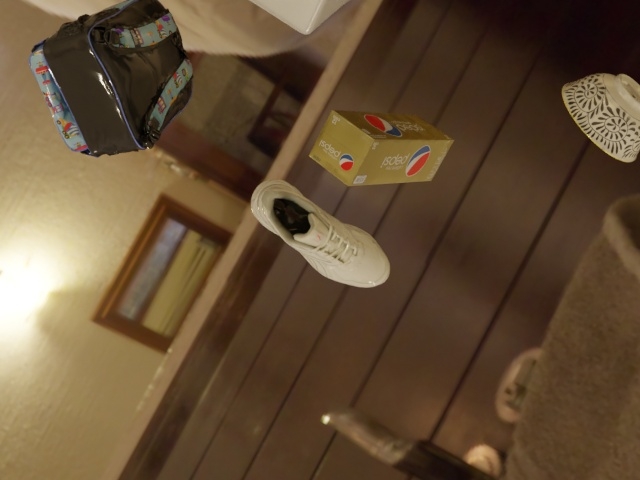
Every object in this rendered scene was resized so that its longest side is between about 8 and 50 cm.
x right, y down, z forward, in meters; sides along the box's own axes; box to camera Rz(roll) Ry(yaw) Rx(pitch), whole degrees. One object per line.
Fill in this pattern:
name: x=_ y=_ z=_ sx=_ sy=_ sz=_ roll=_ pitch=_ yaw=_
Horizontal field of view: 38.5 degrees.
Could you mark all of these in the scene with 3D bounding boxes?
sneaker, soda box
sneaker: x=0.000 y=0.000 z=1.307 sx=0.232 sy=0.090 sz=0.115 roll=31 pitch=-177 yaw=-7
soda box: x=0.071 y=-0.101 z=0.998 sx=0.061 sy=0.058 sz=0.181 roll=39 pitch=-156 yaw=25

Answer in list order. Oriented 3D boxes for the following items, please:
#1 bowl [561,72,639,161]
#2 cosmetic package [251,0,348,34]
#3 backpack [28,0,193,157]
bowl: x=0.482 y=-0.217 z=1.488 sx=0.170 sy=0.080 sz=0.170 roll=26 pitch=-140 yaw=-25
cosmetic package: x=0.049 y=-0.430 z=0.776 sx=0.161 sy=0.230 sz=0.453 roll=33 pitch=134 yaw=5
backpack: x=-0.226 y=-0.195 z=1.052 sx=0.117 sy=0.173 sz=0.158 roll=-8 pitch=119 yaw=25
